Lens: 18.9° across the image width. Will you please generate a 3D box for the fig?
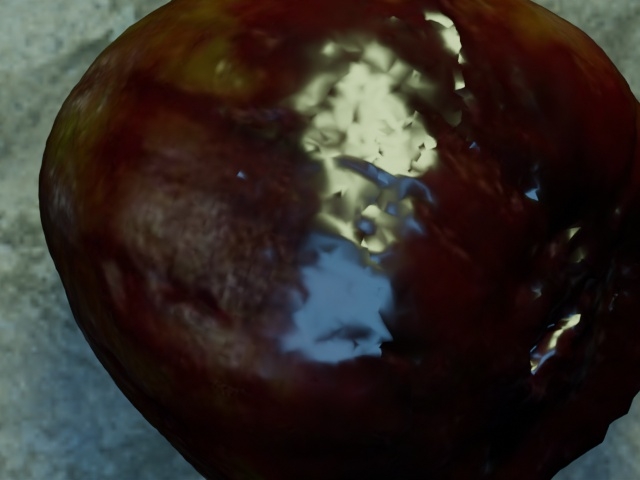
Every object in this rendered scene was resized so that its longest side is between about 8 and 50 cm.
[{"bbox_3d":[0.008,0.001,0.758,0.263,0.224,0.224,21,89,6],"label":"fig"}]
